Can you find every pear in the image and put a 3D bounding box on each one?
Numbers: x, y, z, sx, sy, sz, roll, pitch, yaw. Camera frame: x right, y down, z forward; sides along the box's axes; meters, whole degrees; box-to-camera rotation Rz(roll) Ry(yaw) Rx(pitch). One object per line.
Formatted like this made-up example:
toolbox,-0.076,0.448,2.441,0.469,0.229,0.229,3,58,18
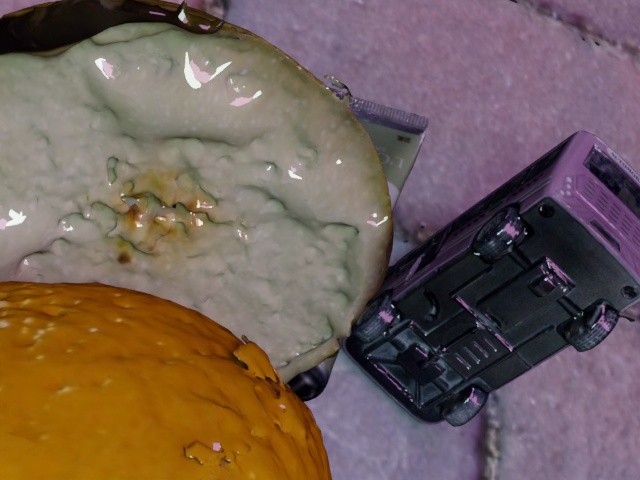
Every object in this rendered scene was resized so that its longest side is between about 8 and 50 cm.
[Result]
pear,-0.091,-0.052,0.991,0.267,0.267,0.178,31,26,-20

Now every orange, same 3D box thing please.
orange,-0.141,0.184,0.761,0.293,0.340,0.340,4,60,14

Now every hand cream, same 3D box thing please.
hand cream,0.000,0.000,1.096,0.086,0.055,0.235,19,58,-1

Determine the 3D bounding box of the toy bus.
toy bus,0.109,0.024,1.070,0.096,0.199,0.108,43,42,-11
